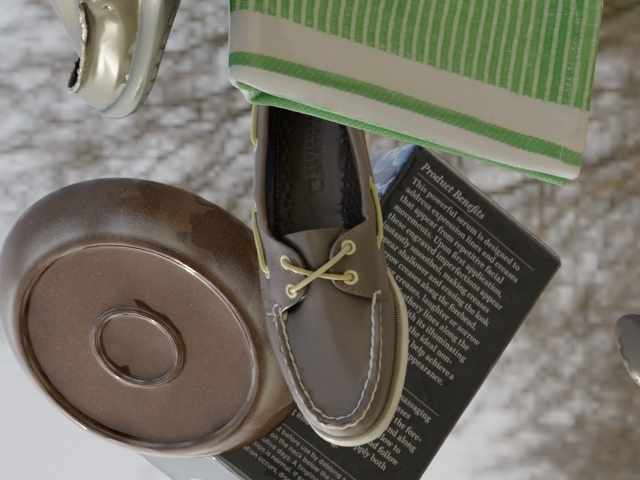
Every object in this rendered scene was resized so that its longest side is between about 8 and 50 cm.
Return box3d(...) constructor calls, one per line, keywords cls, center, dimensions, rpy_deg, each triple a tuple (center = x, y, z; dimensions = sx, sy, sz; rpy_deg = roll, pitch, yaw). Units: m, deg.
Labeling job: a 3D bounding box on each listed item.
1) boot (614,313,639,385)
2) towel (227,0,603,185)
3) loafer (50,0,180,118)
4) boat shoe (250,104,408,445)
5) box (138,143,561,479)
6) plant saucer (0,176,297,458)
box3d(cls="boot", center=(0.244, 0.062, 1.208), dimensions=(0.106, 0.037, 0.114), rpy_deg=(51, -134, -9))
box3d(cls="towel", center=(0.073, -0.215, 1.134), dimensions=(0.038, 0.248, 0.325), rpy_deg=(159, 122, -67))
box3d(cls="loafer", center=(-0.115, -0.162, 1.033), dimensions=(0.251, 0.087, 0.094), rpy_deg=(113, 172, -55))
box3d(cls="boat shoe", center=(0.000, 0.000, 1.505), dimensions=(0.097, 0.116, 0.324), rpy_deg=(45, -141, -70))
box3d(cls="box", center=(0.020, 0.121, 2.012), dimensions=(0.212, 0.293, 0.395), rpy_deg=(40, -107, -14))
box3d(cls="plant saucer", center=(-0.161, 0.086, 1.718), dimensions=(0.050, 0.310, 0.310), rpy_deg=(-64, -32, -55))
